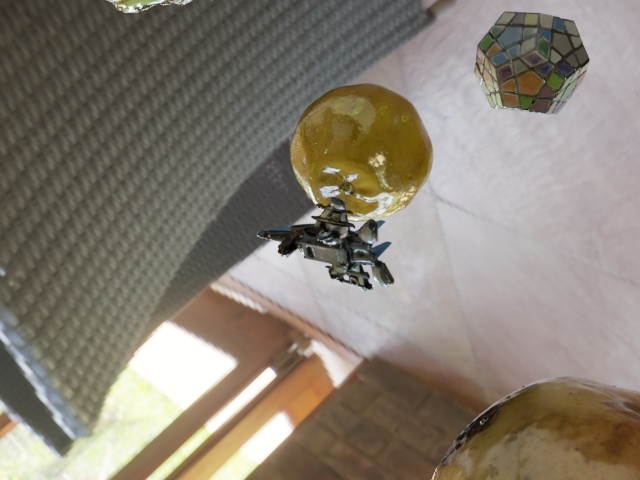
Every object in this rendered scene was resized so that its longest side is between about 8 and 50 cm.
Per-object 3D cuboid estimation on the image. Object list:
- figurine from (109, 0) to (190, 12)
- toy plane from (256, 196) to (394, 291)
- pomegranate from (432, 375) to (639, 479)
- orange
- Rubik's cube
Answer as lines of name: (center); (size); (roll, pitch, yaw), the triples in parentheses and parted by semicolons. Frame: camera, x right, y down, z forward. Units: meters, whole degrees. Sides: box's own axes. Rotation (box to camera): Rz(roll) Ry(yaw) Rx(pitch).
figurine: (-0.144, -0.389, 1.203); (0.323, 0.340, 0.231); (-93, -11, -55)
toy plane: (-0.004, 0.005, 1.569); (0.246, 0.078, 0.169); (3, 127, 30)
pomegranate: (0.247, 0.273, 0.965); (0.322, 0.322, 0.322); (39, 156, 21)
orange: (0.076, -0.163, 2.009); (0.279, 0.235, 0.279); (3, 133, 3)
Rubik's cube: (0.201, -0.169, 1.006); (0.111, 0.111, 0.093); (51, 149, -8)
